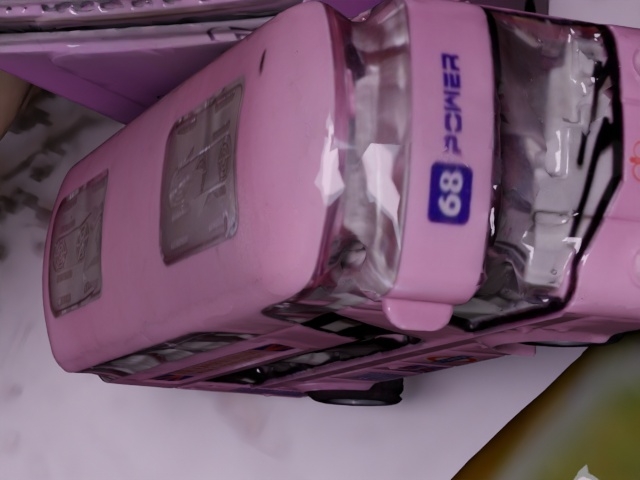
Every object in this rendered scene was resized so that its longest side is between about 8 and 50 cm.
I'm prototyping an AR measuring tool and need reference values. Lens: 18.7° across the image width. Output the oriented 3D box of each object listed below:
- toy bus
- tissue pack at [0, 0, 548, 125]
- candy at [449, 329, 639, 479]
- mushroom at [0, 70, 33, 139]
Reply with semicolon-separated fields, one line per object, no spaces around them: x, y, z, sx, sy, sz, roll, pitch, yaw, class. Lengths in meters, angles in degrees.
0.000;0.000;0.421;0.203;0.090;0.063;157;117;-66;toy bus
-0.005;-0.147;0.471;0.092;0.148;0.246;0;81;26;tissue pack
0.090;0.128;0.348;0.260;0.118;0.260;-30;37;25;candy
-0.182;-0.059;0.510;0.254;0.234;0.260;-9;44;-6;mushroom
